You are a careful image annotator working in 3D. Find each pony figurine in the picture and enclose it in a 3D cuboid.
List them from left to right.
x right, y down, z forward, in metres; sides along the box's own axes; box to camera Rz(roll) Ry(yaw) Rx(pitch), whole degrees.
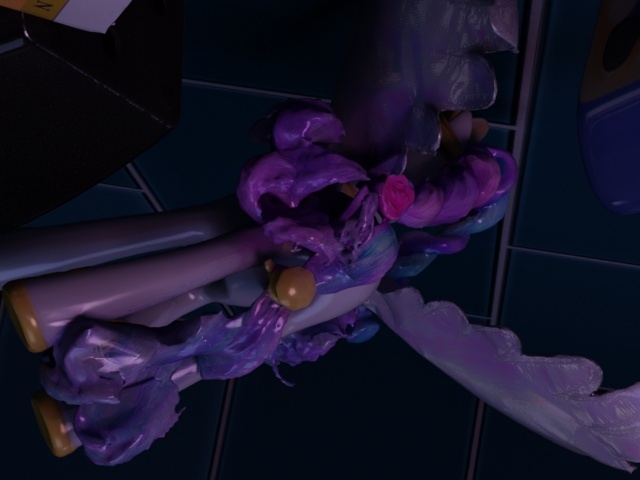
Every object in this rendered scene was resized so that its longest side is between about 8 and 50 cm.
[{"bbox_3d":[0.000,0.000,0.869,0.364,0.302,0.351,-21,-166,-17],"label":"pony figurine"}]

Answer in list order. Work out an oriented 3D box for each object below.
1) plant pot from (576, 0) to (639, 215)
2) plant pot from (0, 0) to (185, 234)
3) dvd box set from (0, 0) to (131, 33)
[{"bbox_3d":[0.222,-0.090,0.462,0.212,0.236,0.236,22,163,-19],"label":"plant pot"},{"bbox_3d":[-0.170,-0.117,0.766,0.167,0.188,0.187,-9,159,27],"label":"plant pot"},{"bbox_3d":[-0.203,-0.194,0.417,0.420,0.062,0.308,14,158,-25],"label":"dvd box set"}]
